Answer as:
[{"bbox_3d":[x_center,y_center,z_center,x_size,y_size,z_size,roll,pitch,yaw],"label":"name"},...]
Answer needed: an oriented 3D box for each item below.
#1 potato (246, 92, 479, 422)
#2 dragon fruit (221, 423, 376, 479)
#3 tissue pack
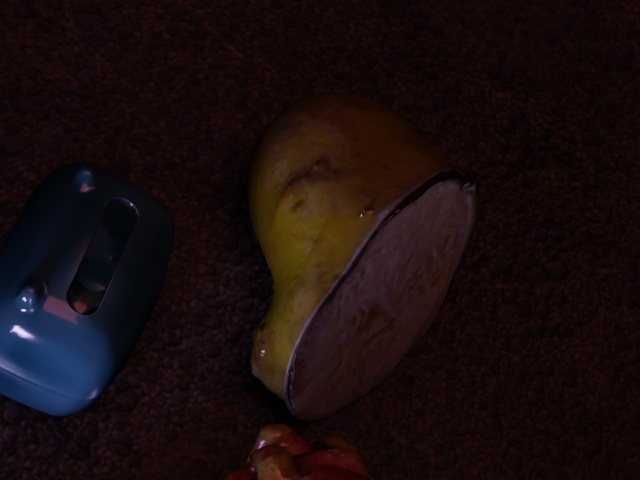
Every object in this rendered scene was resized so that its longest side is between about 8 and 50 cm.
[{"bbox_3d":[0.000,0.000,2.223,0.296,0.290,0.397,35,92,30],"label":"potato"},{"bbox_3d":[-0.026,0.343,1.959,0.314,0.296,0.263,3,59,-32],"label":"dragon fruit"},{"bbox_3d":[-0.295,0.051,2.039,0.198,0.206,0.287,29,57,-9],"label":"tissue pack"}]
